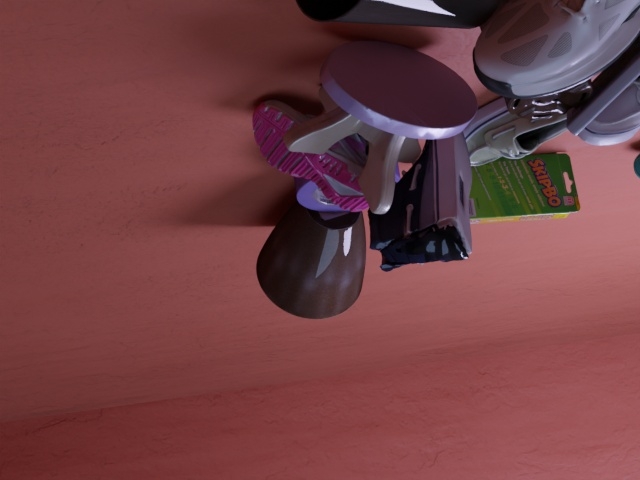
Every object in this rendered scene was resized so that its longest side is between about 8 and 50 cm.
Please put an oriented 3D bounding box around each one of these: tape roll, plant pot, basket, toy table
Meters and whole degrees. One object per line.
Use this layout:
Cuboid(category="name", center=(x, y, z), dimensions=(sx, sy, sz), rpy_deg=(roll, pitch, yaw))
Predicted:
Cuboid(category="tape roll", center=(0.045, -0.123, 2.313), dimensions=(0.189, 0.080, 0.189), rpy_deg=(-8, 159, -3))
Cuboid(category="plant pot", center=(0.000, 0.000, 2.484), dimensions=(0.215, 0.215, 0.230), rpy_deg=(-2, 146, -15))
Cuboid(category="plant pot", center=(0.321, -0.276, 1.900), dimensions=(0.167, 0.165, 0.167), rpy_deg=(-8, 160, -3))
Cuboid(category="basket", center=(0.113, -0.347, 1.667), dimensions=(0.227, 0.154, 0.204), rpy_deg=(1, 171, -33))
Cuboid(category="toy table", center=(0.089, -0.185, 1.979), dimensions=(0.274, 0.252, 0.161), rpy_deg=(13, 136, -29))

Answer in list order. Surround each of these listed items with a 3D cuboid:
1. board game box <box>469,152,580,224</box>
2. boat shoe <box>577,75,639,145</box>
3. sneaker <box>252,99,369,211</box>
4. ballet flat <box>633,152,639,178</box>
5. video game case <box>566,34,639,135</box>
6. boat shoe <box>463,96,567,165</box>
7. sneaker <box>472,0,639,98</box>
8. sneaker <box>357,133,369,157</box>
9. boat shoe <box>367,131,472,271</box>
Cuboid(category="board game box", center=(0.351, -0.097, 2.431), dimensions=(0.259, 0.124, 0.039), rpy_deg=(-5, 160, -8))
Cuboid(category="boat shoe", center=(0.522, -0.242, 2.086), dimensions=(0.267, 0.096, 0.088), rpy_deg=(-24, 148, -18))
Cuboid(category="sneaker", center=(-0.005, -0.156, 2.152), dimensions=(0.252, 0.111, 0.103), rpy_deg=(37, 133, -21))
Cuboid(category="ballet flat", center=(0.707, -0.179, 2.438), dimensions=(0.247, 0.083, 0.087), rpy_deg=(-23, 179, 34))
Cuboid(category="video game case", center=(0.451, -0.253, 1.948), dimensions=(0.212, 0.023, 0.193), rpy_deg=(-45, -177, 18))
Cuboid(category="boat shoe", center=(0.333, -0.191, 2.222), dimensions=(0.109, 0.094, 0.302), rpy_deg=(5, 155, -31))
Cuboid(category="sneaker", center=(0.356, -0.375, 1.605), dimensions=(0.447, 0.169, 0.257), rpy_deg=(-34, 148, 5))
Cuboid(category="sneaker", center=(0.105, -0.163, 2.124), dimensions=(0.069, 0.098, 0.038), rpy_deg=(-2, 142, -23))
Cuboid(category="boat shoe", center=(0.159, -0.090, 2.130), dimensions=(0.158, 0.340, 0.127), rpy_deg=(-14, 127, 17))
